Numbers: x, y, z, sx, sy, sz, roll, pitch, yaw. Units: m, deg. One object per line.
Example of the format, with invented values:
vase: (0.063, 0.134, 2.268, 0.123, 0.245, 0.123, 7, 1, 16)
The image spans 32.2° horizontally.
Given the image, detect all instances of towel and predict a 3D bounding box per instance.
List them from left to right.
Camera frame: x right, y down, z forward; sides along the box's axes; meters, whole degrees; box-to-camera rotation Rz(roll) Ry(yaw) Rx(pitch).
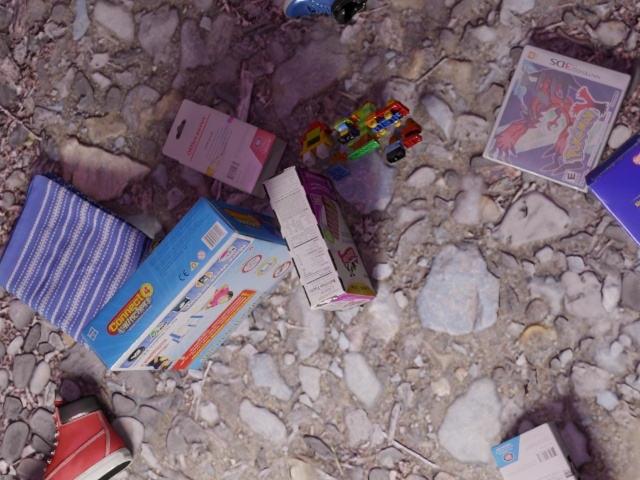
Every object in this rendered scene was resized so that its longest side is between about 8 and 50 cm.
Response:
towel: (-0.469, 0.034, 2.057, 0.336, 0.040, 0.243, 28, 96, 35)

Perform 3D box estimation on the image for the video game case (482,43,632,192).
video game case: (0.384, -0.201, 1.807, 0.183, 0.023, 0.201, 22, 93, 21)

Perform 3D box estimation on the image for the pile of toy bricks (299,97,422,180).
pile of toy bricks: (0.073, -0.193, 1.894, 0.212, 0.118, 0.105, -26, 47, 33)

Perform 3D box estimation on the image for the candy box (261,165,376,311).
candy box: (0.000, 0.000, 1.860, 0.071, 0.159, 0.233, -25, 77, 18)

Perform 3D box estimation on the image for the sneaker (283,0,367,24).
sneaker: (0.011, -0.412, 1.949, 0.152, 0.058, 0.084, -22, 69, 11)

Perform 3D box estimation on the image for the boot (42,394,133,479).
boot: (-0.484, 0.398, 2.045, 0.244, 0.088, 0.176, -36, 73, 5)

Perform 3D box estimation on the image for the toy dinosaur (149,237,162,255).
toy dinosaur: (-0.347, 0.073, 2.050, 0.183, 0.053, 0.092, -35, 58, 6)

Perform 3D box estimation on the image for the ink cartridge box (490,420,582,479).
ink cartridge box: (0.355, 0.387, 1.740, 0.104, 0.060, 0.180, -28, 76, 15)

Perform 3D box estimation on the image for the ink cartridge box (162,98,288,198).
ink cartridge box: (-0.173, -0.167, 1.990, 0.198, 0.067, 0.115, 25, 93, 19)

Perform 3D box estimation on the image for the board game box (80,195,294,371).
board game box: (-0.201, 0.082, 1.851, 0.308, 0.302, 0.086, -47, 71, 10)

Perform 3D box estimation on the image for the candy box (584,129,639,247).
candy box: (0.589, -0.056, 1.618, 0.268, 0.122, 0.317, -41, 93, 12)
